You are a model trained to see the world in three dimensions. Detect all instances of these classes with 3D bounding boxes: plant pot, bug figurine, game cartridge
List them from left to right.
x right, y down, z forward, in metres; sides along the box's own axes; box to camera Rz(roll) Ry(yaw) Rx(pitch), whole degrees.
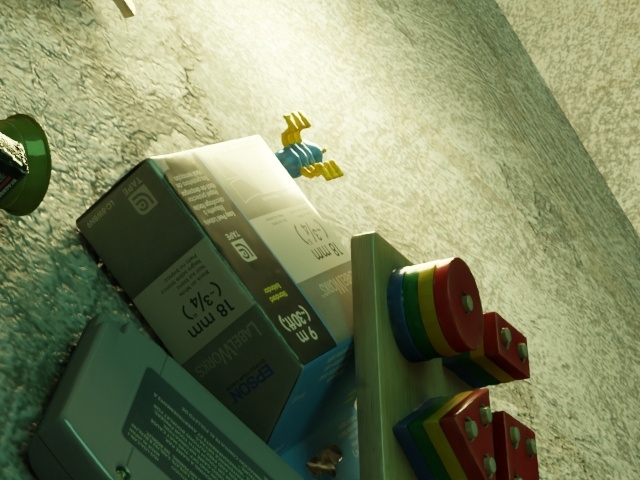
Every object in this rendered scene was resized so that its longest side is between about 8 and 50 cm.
[{"bbox_3d":[-0.268,-0.061,1.234,0.079,0.083,0.083,0,53,-48],"label":"plant pot"},{"bbox_3d":[-0.088,0.203,1.186,0.297,0.062,0.198,45,27,-14],"label":"game cartridge"},{"bbox_3d":[0.000,0.000,1.649,0.279,0.072,0.216,59,29,9],"label":"bug figurine"}]

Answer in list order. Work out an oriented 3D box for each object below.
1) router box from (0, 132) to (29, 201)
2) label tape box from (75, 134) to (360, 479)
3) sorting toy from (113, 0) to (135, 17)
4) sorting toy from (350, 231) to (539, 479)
[{"bbox_3d":[-0.280,-0.039,1.102,0.092,0.122,0.038,33,23,-37],"label":"router box"},{"bbox_3d":[-0.038,0.071,1.418,0.333,0.106,0.241,53,22,6],"label":"label tape box"},{"bbox_3d":[-0.250,-0.324,1.659,0.274,0.046,0.132,57,20,-54],"label":"sorting toy"},{"bbox_3d":[0.126,0.145,1.463,0.255,0.089,0.257,38,45,-55],"label":"sorting toy"}]
